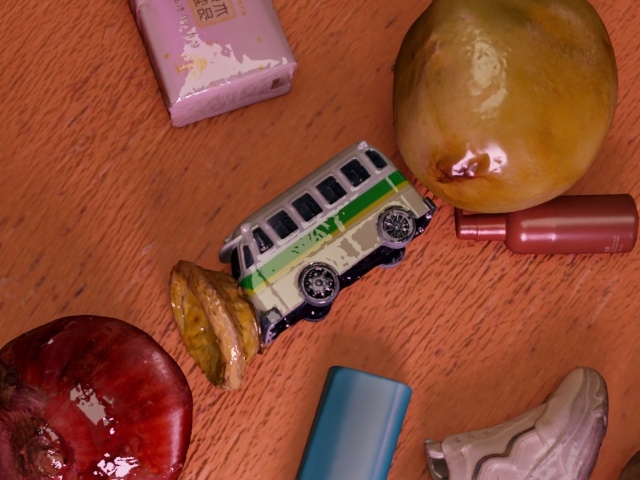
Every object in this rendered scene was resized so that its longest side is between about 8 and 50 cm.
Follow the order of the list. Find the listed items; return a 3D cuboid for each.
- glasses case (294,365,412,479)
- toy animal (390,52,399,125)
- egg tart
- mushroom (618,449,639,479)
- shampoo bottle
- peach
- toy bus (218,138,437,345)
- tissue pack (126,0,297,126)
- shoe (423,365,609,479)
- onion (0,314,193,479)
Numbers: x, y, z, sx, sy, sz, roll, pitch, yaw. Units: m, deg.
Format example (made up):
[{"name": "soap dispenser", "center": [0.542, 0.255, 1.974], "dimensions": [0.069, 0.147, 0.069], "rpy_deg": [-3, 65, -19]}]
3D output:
[{"name": "glasses case", "center": [0.024, 0.317, 1.776], "dimensions": [0.117, 0.070, 0.301], "rpy_deg": [16, 75, 2]}, {"name": "toy animal", "center": [0.148, -0.256, 1.962], "dimensions": [0.075, 0.041, 0.217], "rpy_deg": [30, 71, 3]}, {"name": "egg tart", "center": [-0.131, 0.102, 1.768], "dimensions": [0.074, 0.191, 0.191], "rpy_deg": [-24, 76, -22]}, {"name": "mushroom", "center": [0.524, 0.364, 1.668], "dimensions": [0.352, 0.260, 0.352], "rpy_deg": [11, 36, -8]}, {"name": "shampoo bottle", "center": [0.305, -0.023, 1.882], "dimensions": [0.244, 0.085, 0.085], "rpy_deg": [1, 74, -2]}, {"name": "peach", "center": [0.234, -0.191, 1.814], "dimensions": [0.314, 0.281, 0.316], "rpy_deg": [20, 60, -29]}, {"name": "toy bus", "center": [0.000, 0.000, 1.831], "dimensions": [0.276, 0.134, 0.165], "rpy_deg": [-35, 79, -13]}, {"name": "tissue pack", "center": [-0.157, -0.296, 1.910], "dimensions": [0.185, 0.124, 0.225], "rpy_deg": [-18, 76, -10]}, {"name": "shoe", "center": [0.233, 0.283, 1.764], "dimensions": [0.210, 0.132, 0.342], "rpy_deg": [22, 62, 18]}, {"name": "onion", "center": [-0.293, 0.225, 1.689], "dimensions": [0.276, 0.276, 0.276], "rpy_deg": [1, 74, -3]}]
